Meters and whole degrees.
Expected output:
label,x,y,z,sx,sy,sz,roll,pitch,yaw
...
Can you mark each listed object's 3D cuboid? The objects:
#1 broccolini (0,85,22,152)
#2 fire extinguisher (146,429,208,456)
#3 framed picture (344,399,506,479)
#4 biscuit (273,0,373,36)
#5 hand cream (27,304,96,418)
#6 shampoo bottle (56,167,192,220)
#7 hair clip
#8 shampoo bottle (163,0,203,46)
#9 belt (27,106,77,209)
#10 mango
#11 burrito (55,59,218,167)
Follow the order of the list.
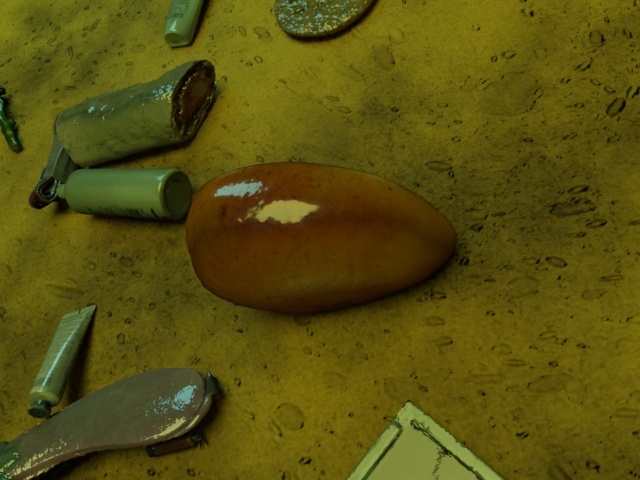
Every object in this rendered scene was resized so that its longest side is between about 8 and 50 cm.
label,x,y,z,sx,sy,sz,roll,pitch,yaw
broccolini,-0.704,-0.263,1.200,0.058,0.067,0.216,-35,65,4
fire extinguisher,-0.190,0.272,0.727,0.083,0.022,0.028,-17,97,12
framed picture,0.134,0.347,0.561,0.293,0.018,0.231,36,81,32
biscuit,0.009,-0.465,1.035,0.220,0.033,0.219,-10,59,16
hand cream,-0.393,0.178,0.829,0.067,0.042,0.194,-22,37,15
shampoo bottle,-0.351,-0.083,0.940,0.263,0.085,0.085,4,65,23
hair clip,-0.304,0.259,0.749,0.359,0.110,0.095,-28,91,3
shampoo bottle,-0.278,-0.506,1.159,0.072,0.049,0.212,1,65,26
belt,-0.494,-0.158,1.050,0.053,0.071,0.231,-12,57,23
mango,0.000,0.000,0.711,0.351,0.199,0.201,1,93,8
burrito,-0.333,-0.232,1.003,0.300,0.105,0.143,-13,56,17
